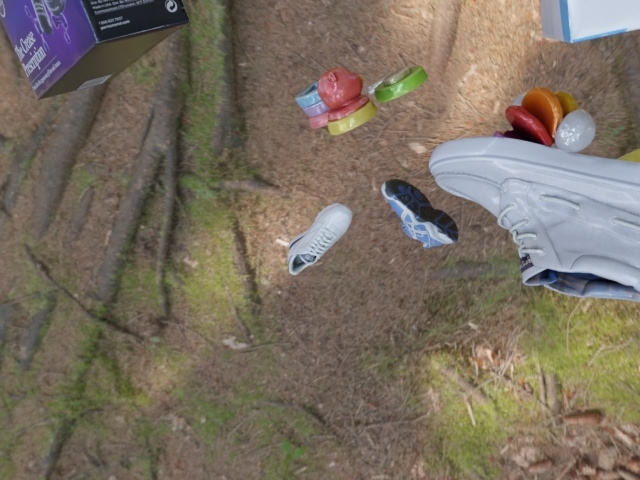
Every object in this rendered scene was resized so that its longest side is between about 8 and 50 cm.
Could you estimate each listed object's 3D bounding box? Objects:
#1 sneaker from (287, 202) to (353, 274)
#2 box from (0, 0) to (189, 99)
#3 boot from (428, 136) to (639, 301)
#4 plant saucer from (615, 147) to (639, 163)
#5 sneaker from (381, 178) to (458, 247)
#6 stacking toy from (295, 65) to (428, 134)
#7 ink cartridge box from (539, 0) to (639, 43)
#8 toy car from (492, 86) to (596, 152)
[{"bbox_3d":[0.000,0.000,1.654,0.090,0.095,0.235,35,123,-15],"label":"sneaker"},{"bbox_3d":[-0.261,-0.269,0.663,0.261,0.103,0.184,-2,109,55],"label":"box"},{"bbox_3d":[0.207,-0.020,0.619,0.258,0.095,0.123,14,75,36],"label":"boot"},{"bbox_3d":[0.744,-0.059,1.554,0.333,0.081,0.332,-23,134,-14],"label":"plant saucer"},{"bbox_3d":[0.193,-0.047,1.323,0.211,0.080,0.081,39,134,-27],"label":"sneaker"},{"bbox_3d":[0.083,-0.380,1.522,0.279,0.309,0.130,-33,110,-10],"label":"stacking toy"},{"bbox_3d":[0.272,-0.254,0.635,0.092,0.143,0.089,-11,109,9],"label":"ink cartridge box"},{"bbox_3d":[0.359,-0.174,1.095,0.159,0.136,0.182,43,119,47],"label":"toy car"}]
